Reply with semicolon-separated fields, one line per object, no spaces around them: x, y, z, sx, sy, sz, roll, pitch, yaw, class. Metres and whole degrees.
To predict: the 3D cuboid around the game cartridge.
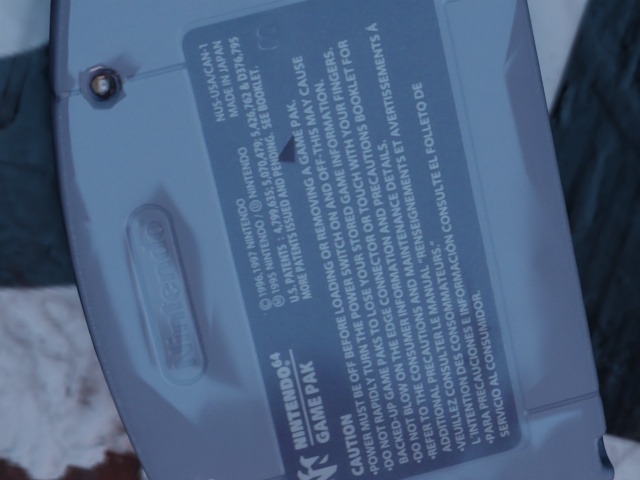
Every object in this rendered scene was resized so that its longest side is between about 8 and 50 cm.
0.000;0.000;0.775;0.196;0.060;0.294;-15;107;-9;game cartridge
